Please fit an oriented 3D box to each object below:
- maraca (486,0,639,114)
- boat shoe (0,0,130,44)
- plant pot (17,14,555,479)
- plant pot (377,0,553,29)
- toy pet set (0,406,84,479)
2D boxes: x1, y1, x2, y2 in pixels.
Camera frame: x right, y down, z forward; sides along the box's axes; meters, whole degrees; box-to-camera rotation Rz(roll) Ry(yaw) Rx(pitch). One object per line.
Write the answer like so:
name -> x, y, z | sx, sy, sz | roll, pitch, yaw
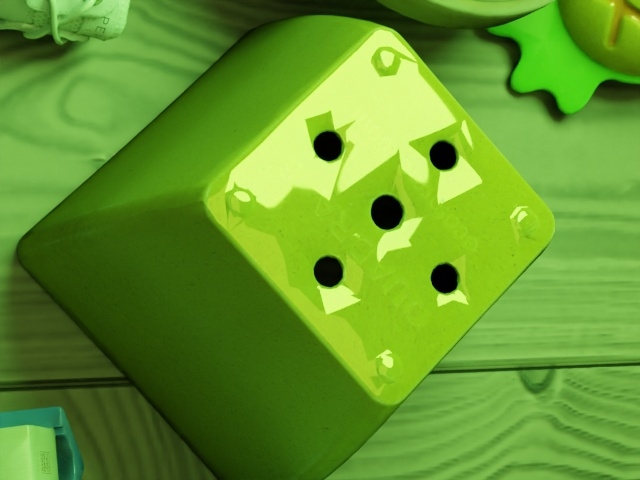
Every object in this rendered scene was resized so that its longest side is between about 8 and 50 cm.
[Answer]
maraca -> 0.194, -0.156, 1.144 | 0.185, 0.099, 0.127 | -26, 94, 1
boat shoe -> -0.137, -0.154, 1.004 | 0.277, 0.098, 0.096 | -32, 93, -25
plant pot -> 0.000, 0.000, 0.985 | 0.212, 0.187, 0.212 | 49, 67, -8
plant pot -> 0.048, -0.228, 1.076 | 0.237, 0.109, 0.237 | 9, 73, -32
toy pet set -> -0.191, 0.115, 0.970 | 0.114, 0.065, 0.122 | -8, 79, 12
